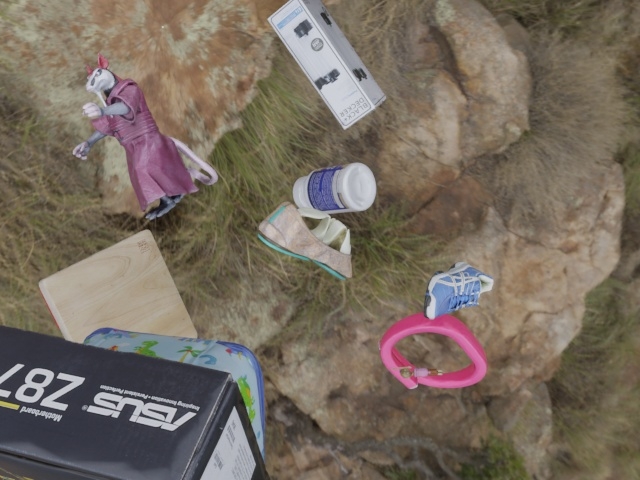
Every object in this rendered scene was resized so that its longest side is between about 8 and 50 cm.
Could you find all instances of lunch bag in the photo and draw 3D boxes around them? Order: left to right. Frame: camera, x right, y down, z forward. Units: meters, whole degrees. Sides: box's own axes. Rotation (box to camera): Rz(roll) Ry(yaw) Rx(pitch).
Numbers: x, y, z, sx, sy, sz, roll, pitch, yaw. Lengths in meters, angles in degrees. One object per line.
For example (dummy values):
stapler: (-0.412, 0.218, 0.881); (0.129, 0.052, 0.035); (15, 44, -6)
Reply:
lunch bag: (-0.167, 0.188, 0.734); (0.218, 0.090, 0.176); (1, 106, 18)

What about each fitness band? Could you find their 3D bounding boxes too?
fitness band: (0.256, 0.260, 1.611); (0.209, 0.054, 0.291); (-20, 134, 26)

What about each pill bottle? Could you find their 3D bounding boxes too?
pill bottle: (0.027, -0.118, 1.661); (0.112, 0.186, 0.112); (3, 86, -45)

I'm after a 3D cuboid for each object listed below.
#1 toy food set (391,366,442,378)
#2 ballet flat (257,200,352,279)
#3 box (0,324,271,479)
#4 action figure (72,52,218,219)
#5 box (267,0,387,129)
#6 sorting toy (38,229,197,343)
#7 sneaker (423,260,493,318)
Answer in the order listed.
toy food set: (0.210, 0.280, 1.488); (0.122, 0.078, 0.019); (12, 71, -36)
ballet flat: (0.000, 0.000, 1.425); (0.106, 0.107, 0.316); (-57, 148, 4)
box: (-0.189, 0.221, 0.594); (0.318, 0.097, 0.395); (11, 139, 17)
action figure: (-0.397, -0.244, 1.575); (0.275, 0.248, 0.370); (-28, 104, -27)
box: (0.021, -0.399, 1.570); (0.087, 0.169, 0.290); (-33, 100, 22)
sorting toy: (-0.411, 0.147, 1.422); (0.257, 0.089, 0.256); (-33, 105, -46)
sneaker: (0.272, 0.099, 1.406); (0.211, 0.081, 0.080); (-30, 130, -47)
